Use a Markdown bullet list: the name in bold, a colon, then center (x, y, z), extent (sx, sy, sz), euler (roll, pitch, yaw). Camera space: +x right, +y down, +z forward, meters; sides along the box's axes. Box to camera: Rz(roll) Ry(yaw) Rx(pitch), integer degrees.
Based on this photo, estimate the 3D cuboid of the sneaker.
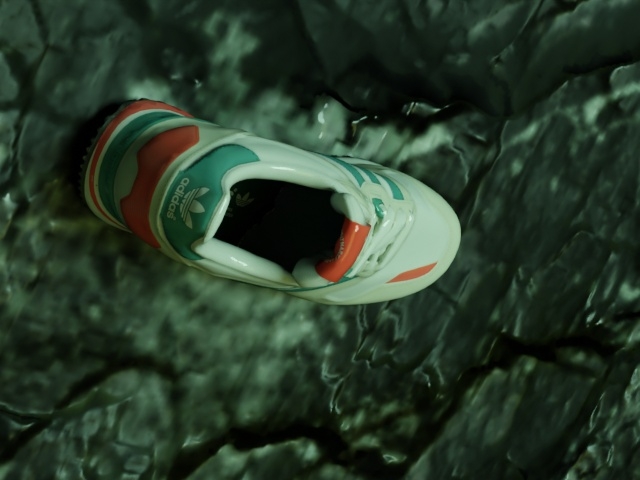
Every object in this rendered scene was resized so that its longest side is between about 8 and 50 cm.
- **sneaker**: center (0.000, 0.000, 0.545), extent (0.161, 0.075, 0.057), euler (17, 100, -42)
